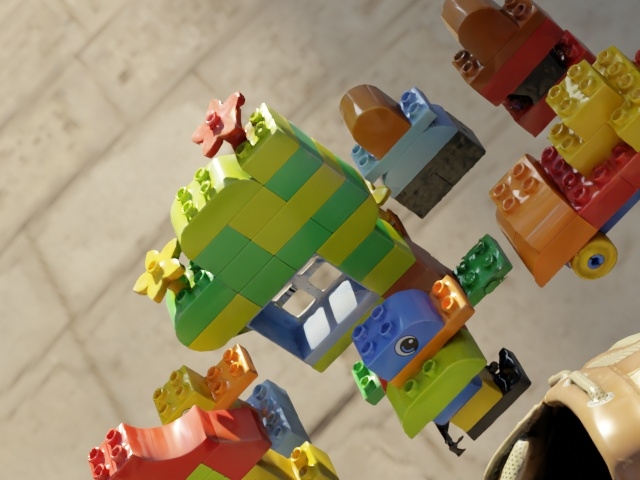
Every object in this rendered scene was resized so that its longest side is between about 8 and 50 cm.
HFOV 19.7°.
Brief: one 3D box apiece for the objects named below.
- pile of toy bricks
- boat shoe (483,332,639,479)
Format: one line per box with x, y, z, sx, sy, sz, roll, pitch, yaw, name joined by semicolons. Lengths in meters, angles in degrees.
0.000;0.000;0.538;0.212;0.105;0.118;-47;34;13;pile of toy bricks
0.129;0.103;0.826;0.120;0.324;0.122;-19;75;-12;boat shoe
